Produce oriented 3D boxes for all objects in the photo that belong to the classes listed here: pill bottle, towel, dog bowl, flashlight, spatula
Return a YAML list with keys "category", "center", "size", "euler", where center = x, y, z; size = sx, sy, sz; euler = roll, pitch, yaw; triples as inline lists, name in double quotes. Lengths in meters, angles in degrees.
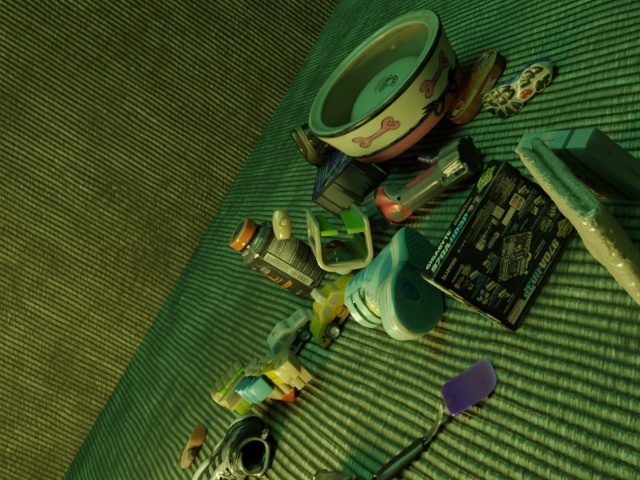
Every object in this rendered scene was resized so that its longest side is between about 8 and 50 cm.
- category: "pill bottle"
  center: [-0.114, 0.036, 2.240]
  size: [0.130, 0.246, 0.130]
  euler: [-50, 20, 25]
- category: "towel"
  center: [0.368, -0.027, 1.185]
  size: [0.049, 0.187, 0.282]
  euler: [-39, 22, 13]
- category: "dog bowl"
  center: [0.167, -0.360, 2.090]
  size: [0.408, 0.150, 0.408]
  euler: [-35, 28, 22]
- category: "flashlight"
  center: [0.221, -0.126, 1.876]
  size: [0.103, 0.103, 0.304]
  euler: [-31, -4, -45]
- category: "spatula"
  center: [0.175, 0.308, 1.397]
  size: [0.296, 0.030, 0.084]
  euler: [-52, 21, 18]

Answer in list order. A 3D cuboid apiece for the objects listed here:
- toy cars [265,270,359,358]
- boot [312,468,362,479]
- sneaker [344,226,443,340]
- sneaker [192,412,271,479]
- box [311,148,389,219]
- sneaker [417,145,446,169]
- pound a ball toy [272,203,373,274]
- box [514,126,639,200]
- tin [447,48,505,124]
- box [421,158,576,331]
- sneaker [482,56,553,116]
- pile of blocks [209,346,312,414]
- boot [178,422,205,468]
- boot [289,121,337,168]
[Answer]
- category: "toy cars"
  center: [-0.036, 0.192, 2.041]
  size: [0.394, 0.087, 0.176]
  euler: [-41, 24, 42]
- category: "boot"
  center: [-0.033, 0.519, 1.543]
  size: [0.263, 0.091, 0.229]
  euler: [-24, 33, 54]
- category: "sneaker"
  center: [0.128, 0.128, 1.668]
  size: [0.208, 0.127, 0.319]
  euler: [-46, 12, 29]
- category: "sneaker"
  center: [-0.199, 0.516, 1.918]
  size: [0.268, 0.101, 0.153]
  euler: [-59, 15, -9]
- category: "box"
  center: [0.083, -0.183, 2.306]
  size: [0.207, 0.108, 0.153]
  euler: [-46, 21, 34]
- category: "sneaker"
  center: [0.267, -0.189, 1.949]
  size: [0.057, 0.047, 0.119]
  euler: [-55, 25, -12]
- category: "pound a ball toy"
  center: [0.000, 0.000, 2.045]
  size: [0.319, 0.208, 0.135]
  euler: [-123, 26, -79]
- category: "box"
  center: [0.402, -0.114, 1.305]
  size: [0.038, 0.145, 0.186]
  euler: [-59, 19, -5]
- category: "tin"
  center: [0.358, -0.350, 1.976]
  size: [0.189, 0.040, 0.106]
  euler: [-59, 14, -2]
- category: "box"
  center: [0.287, 0.008, 1.358]
  size: [0.220, 0.175, 0.051]
  euler: [-59, 19, -1]
- category: "sneaker"
  center: [0.410, -0.314, 1.769]
  size: [0.170, 0.068, 0.071]
  euler: [-31, 16, 39]
- category: "pile of blocks"
  center: [-0.135, 0.348, 1.985]
  size: [0.149, 0.112, 0.362]
  euler: [-52, 15, -30]
- category: "boot"
  center: [-0.356, 0.563, 2.352]
  size: [0.087, 0.042, 0.118]
  euler: [-42, 24, 46]
- category: "boot"
  center: [0.084, -0.327, 2.458]
  size: [0.284, 0.138, 0.377]
  euler: [-33, -10, 11]
